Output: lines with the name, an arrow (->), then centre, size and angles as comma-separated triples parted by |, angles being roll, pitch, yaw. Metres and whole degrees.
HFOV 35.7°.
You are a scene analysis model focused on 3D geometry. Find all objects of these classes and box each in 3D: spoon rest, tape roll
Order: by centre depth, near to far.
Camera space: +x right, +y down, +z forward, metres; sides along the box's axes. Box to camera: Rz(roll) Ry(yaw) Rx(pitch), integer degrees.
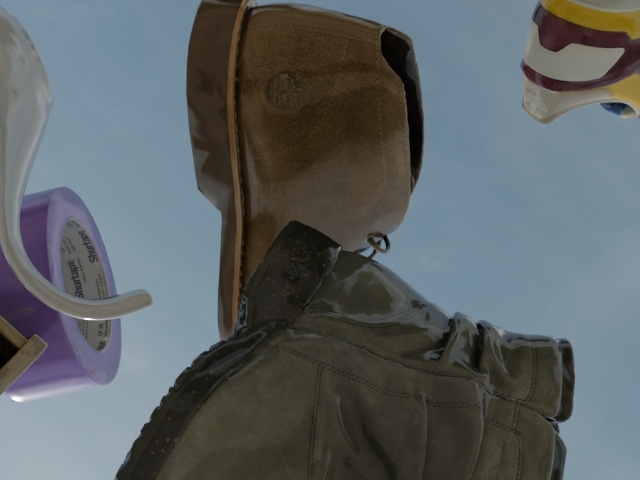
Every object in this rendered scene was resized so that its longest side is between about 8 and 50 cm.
spoon rest -> -0.221, -0.058, 0.736 | 0.084, 0.137, 0.276 | -28, -83, -19
tape roll -> -0.252, 0.049, 0.919 | 0.080, 0.189, 0.189 | -13, -104, 3

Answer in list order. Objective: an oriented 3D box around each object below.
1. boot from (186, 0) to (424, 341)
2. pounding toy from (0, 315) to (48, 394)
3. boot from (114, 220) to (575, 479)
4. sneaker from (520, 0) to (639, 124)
boot -> 0.000, 0.000, 0.587 | 0.115, 0.305, 0.112 | 4, -133, 7
pounding toy -> -0.350, 0.124, 0.742 | 0.155, 0.154, 0.269 | 44, -91, -10
boot -> 0.017, 0.097, 0.395 | 0.161, 0.083, 0.246 | 24, -134, 8
sneaker -> 0.173, -0.108, 0.510 | 0.185, 0.084, 0.069 | -12, -138, -31
